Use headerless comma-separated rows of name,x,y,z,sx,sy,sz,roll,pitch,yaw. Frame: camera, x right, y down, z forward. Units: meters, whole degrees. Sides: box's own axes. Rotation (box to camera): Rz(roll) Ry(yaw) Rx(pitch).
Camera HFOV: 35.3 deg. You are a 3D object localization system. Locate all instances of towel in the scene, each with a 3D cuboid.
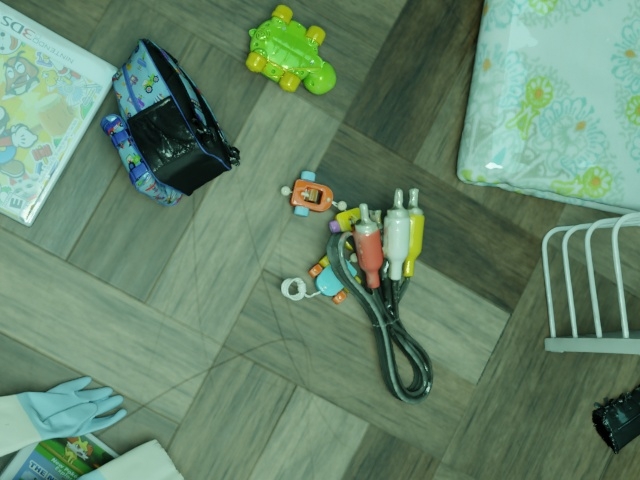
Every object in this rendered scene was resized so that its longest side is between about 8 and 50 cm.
towel,0.386,-0.205,1.378,0.374,0.090,0.320,10,84,-12

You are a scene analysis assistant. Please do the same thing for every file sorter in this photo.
file sorter,0.425,0.052,1.278,0.193,0.278,0.173,-4,86,-14

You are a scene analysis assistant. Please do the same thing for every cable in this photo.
cable,0.087,0.081,1.265,0.139,0.072,0.287,-17,100,-38

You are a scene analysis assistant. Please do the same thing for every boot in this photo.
boot,0.440,0.261,1.389,0.099,0.045,0.121,-27,86,-16

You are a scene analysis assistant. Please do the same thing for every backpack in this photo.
backpack,-0.193,-0.146,1.207,0.117,0.158,0.173,-31,81,5

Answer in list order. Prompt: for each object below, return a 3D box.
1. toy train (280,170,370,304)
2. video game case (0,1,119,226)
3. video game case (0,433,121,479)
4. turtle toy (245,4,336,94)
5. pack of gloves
toy train,0.000,0.000,1.299,0.125,0.046,0.166,9,82,-12
video game case,-0.390,-0.163,1.223,0.206,0.026,0.227,29,81,-10
video game case,-0.240,0.380,1.120,0.329,0.300,0.036,40,120,-8
turtle toy,-0.036,-0.233,1.289,0.130,0.066,0.095,31,81,-11
pack of gloves,-0.292,0.251,1.143,0.195,0.232,0.046,48,121,26
